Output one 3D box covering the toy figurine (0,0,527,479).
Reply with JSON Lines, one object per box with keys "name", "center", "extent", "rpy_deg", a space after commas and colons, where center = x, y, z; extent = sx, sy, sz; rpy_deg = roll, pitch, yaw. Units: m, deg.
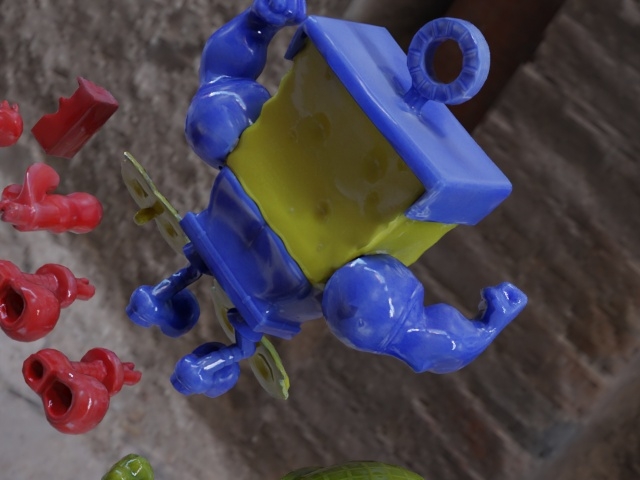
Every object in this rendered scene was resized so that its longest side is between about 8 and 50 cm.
{"name": "toy figurine", "center": [0.000, 0.000, 0.678], "extent": [0.362, 0.217, 0.191], "rpy_deg": [54, 20, 25]}
